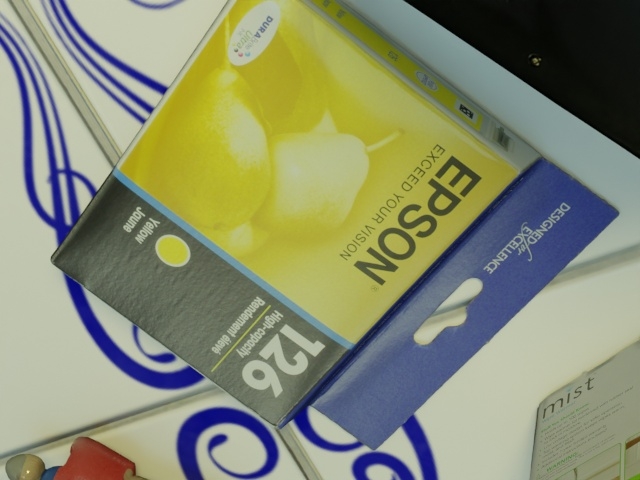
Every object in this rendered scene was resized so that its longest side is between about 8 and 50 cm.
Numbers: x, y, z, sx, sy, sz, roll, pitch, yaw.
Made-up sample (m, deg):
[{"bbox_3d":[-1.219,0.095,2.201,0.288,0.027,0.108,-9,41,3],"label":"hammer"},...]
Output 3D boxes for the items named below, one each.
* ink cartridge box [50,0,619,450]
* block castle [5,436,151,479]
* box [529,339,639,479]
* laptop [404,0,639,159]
[{"bbox_3d":[0.000,0.000,0.868,0.307,0.072,0.303,37,121,-5],"label":"ink cartridge box"},{"bbox_3d":[-0.244,0.419,1.028,0.213,0.303,0.453,19,120,5],"label":"block castle"},{"bbox_3d":[0.269,0.151,0.783,0.262,0.231,0.127,-38,103,28],"label":"box"},{"bbox_3d":[0.157,-0.291,0.524,0.408,0.236,0.382,35,122,7],"label":"laptop"}]
